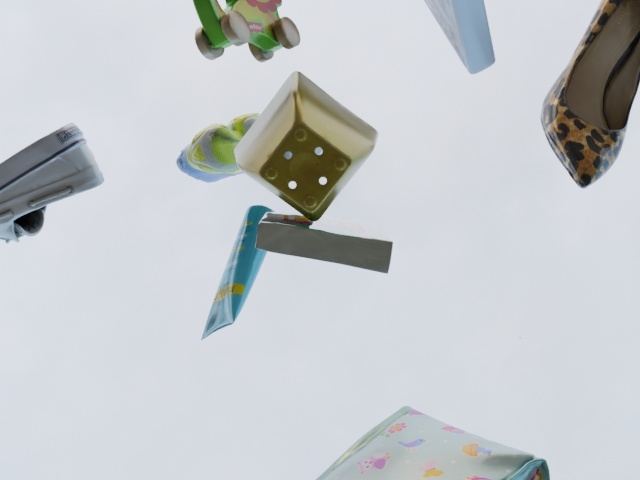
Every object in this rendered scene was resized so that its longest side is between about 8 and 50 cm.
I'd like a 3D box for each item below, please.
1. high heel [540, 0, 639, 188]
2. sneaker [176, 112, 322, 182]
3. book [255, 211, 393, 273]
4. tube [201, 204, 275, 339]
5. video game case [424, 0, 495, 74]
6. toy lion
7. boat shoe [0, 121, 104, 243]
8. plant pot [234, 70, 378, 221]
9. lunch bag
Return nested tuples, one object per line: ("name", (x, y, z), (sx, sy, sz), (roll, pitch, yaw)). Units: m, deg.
("high heel", (0.324, -0.192, 1.069), (0.093, 0.186, 0.261), (22, -132, -6))
("sneaker", (-0.110, -0.138, 1.437), (0.126, 0.240, 0.091), (-14, -94, 46))
("book", (0.000, 0.000, 0.752), (0.096, 0.144, 0.035), (10, -85, -3))
("tube", (-0.111, 0.044, 1.372), (0.052, 0.080, 0.207), (32, -126, -18))
("video game case", (0.076, -0.363, 0.958), (0.036, 0.329, 0.300), (-26, -119, 3))
("toy lion", (-0.057, -0.175, 0.680), (0.034, 0.100, 0.096), (-21, -93, 31))
("boat shoe", (-0.357, -0.042, 1.132), (0.267, 0.096, 0.088), (-28, -80, 24))
("plant pot", (-0.010, -0.061, 0.702), (0.081, 0.083, 0.081), (36, -75, -12))
("lunch bag", (0.092, 0.320, 1.051), (0.223, 0.262, 0.160), (11, -58, 49))
